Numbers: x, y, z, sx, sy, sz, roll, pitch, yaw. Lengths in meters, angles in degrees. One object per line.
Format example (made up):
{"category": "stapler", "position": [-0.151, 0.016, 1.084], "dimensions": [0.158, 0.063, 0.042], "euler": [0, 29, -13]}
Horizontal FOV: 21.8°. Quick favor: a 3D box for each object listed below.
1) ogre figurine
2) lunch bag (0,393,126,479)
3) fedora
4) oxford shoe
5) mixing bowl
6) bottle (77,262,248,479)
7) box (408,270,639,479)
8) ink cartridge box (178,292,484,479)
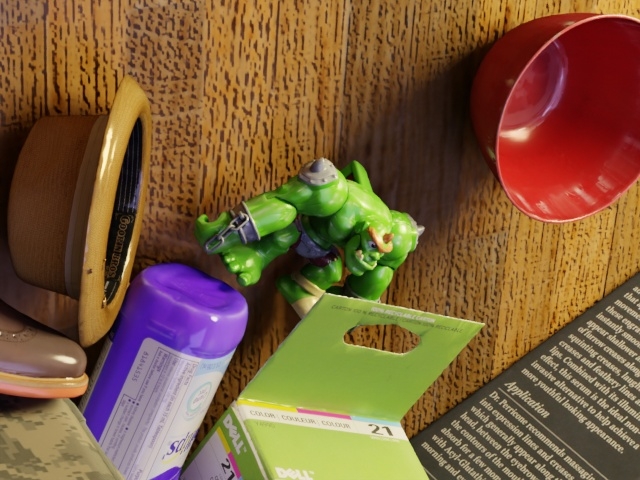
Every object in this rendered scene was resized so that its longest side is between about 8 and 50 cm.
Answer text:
{"category": "ogre figurine", "position": [0.000, 0.000, 1.312], "dimensions": [0.118, 0.097, 0.197], "euler": [-42, 117, 16]}
{"category": "lunch bag", "position": [-0.268, 0.233, 1.116], "dimensions": [0.212, 0.305, 0.256], "euler": [-3, 115, -33]}
{"category": "fedora", "position": [-0.172, -0.024, 1.164], "dimensions": [0.079, 0.194, 0.194], "euler": [10, 114, 2]}
{"category": "oxford shoe", "position": [-0.265, 0.022, 1.089], "dimensions": [0.271, 0.097, 0.098], "euler": [27, 94, -16]}
{"category": "mixing bowl", "position": [0.191, -0.114, 1.368], "dimensions": [0.181, 0.098, 0.181], "euler": [-16, 122, -27]}
{"category": "bottle", "position": [-0.149, 0.159, 1.280], "dimensions": [0.283, 0.092, 0.118], "euler": [-66, 172, 12]}
{"category": "box", "position": [0.272, 0.261, 1.555], "dimensions": [0.395, 0.212, 0.293], "euler": [-34, 129, -13]}
{"category": "ink cartridge box", "position": [0.016, 0.173, 1.363], "dimensions": [0.188, 0.097, 0.255], "euler": [13, 126, -38]}
